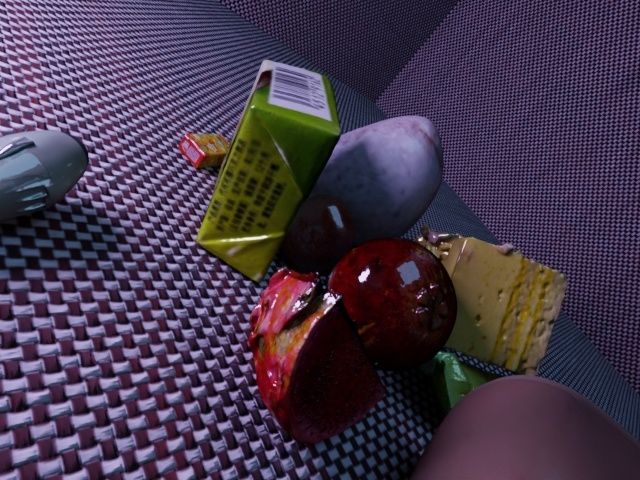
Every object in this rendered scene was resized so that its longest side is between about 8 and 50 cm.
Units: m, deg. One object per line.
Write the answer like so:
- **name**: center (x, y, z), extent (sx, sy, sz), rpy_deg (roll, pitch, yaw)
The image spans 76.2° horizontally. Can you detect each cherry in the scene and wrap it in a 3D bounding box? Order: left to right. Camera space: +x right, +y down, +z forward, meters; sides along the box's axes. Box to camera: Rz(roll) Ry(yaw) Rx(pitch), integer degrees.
- **cherry**: center (0.119, -0.140, 0.979), extent (0.326, 0.335, 0.291), rpy_deg (-8, 69, -30)

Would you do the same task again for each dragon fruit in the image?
- **dragon fruit**: center (-0.018, 0.145, 0.515), extent (0.262, 0.163, 0.189), rpy_deg (69, 33, -43)

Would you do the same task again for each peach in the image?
- **peach**: center (0.000, 0.000, 0.787), extent (0.152, 0.152, 0.152), rpy_deg (33, 27, -20)

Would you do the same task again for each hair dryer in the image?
- **hair dryer**: center (-0.415, -0.078, 0.412), extent (0.267, 0.092, 0.229), rpy_deg (19, 38, -16)

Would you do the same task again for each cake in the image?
- **cake**: center (0.280, 0.114, 0.822), extent (0.286, 0.227, 0.222), rpy_deg (22, -6, -9)

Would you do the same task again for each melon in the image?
- **melon**: center (0.293, 0.298, 0.765), extent (0.323, 0.124, 0.196), rpy_deg (29, 24, -19)

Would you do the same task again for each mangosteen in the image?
- **mangosteen**: center (0.094, 0.104, 0.686), extent (0.215, 0.257, 0.215), rpy_deg (5, 82, -33)

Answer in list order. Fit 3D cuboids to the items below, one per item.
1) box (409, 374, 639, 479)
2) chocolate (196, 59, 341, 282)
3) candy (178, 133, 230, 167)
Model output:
- **box**: center (0.240, 0.340, 0.464), extent (0.216, 0.301, 0.301), rpy_deg (-13, 59, -53)
- **chocolate**: center (-0.092, -0.136, 0.702), extent (0.137, 0.289, 0.301), rpy_deg (21, 32, -16)
- **candy**: center (-0.231, -0.188, 0.850), extent (0.062, 0.038, 0.122), rpy_deg (46, 26, 6)
